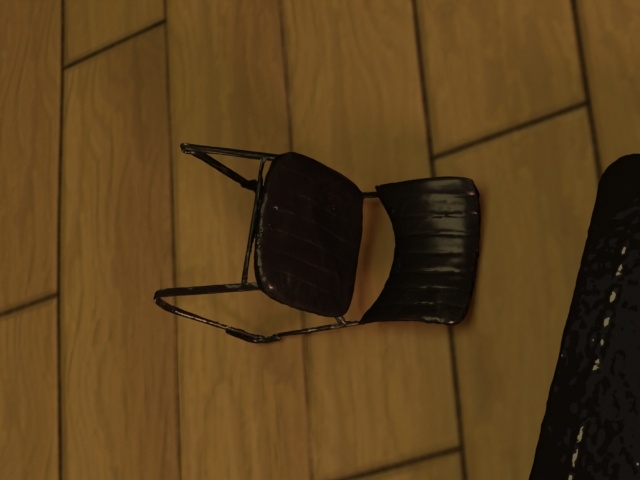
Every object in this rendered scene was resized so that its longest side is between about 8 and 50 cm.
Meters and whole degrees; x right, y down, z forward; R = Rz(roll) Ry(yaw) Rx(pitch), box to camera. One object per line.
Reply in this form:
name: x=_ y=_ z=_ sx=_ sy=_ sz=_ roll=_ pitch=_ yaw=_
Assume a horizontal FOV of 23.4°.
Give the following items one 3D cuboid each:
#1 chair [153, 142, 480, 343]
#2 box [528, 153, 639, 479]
chair: x=0.000 y=0.000 z=1.239 sx=0.221 sy=0.145 sz=0.140 roll=-2 pitch=72 yaw=36
box: x=0.258 y=0.117 z=1.053 sx=0.211 sy=0.058 sz=0.350 roll=9 pitch=78 yaw=37
